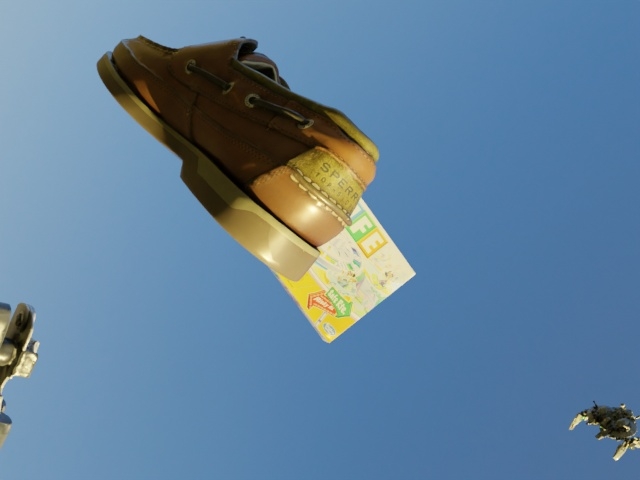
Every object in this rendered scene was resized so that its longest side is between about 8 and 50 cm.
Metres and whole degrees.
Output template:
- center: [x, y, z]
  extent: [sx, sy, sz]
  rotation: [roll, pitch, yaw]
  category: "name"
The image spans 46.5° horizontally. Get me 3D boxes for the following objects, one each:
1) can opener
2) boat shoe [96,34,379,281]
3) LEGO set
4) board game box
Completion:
- center: [-0.368, 0.186, 0.773]
  extent: [0.074, 0.093, 0.280]
  rotation: [34, -78, 56]
  category: "can opener"
- center: [-0.065, -0.091, 0.550]
  extent: [0.104, 0.111, 0.307]
  rotation: [-49, -130, 4]
  category: "boat shoe"
- center: [0.218, 0.127, 0.521]
  extent: [0.083, 0.023, 0.054]
  rotation: [-9, -155, 11]
  category: "LEGO set"
- center: [0.000, 0.000, 0.675]
  extent: [0.103, 0.154, 0.026]
  rotation: [-38, -173, -11]
  category: "board game box"
